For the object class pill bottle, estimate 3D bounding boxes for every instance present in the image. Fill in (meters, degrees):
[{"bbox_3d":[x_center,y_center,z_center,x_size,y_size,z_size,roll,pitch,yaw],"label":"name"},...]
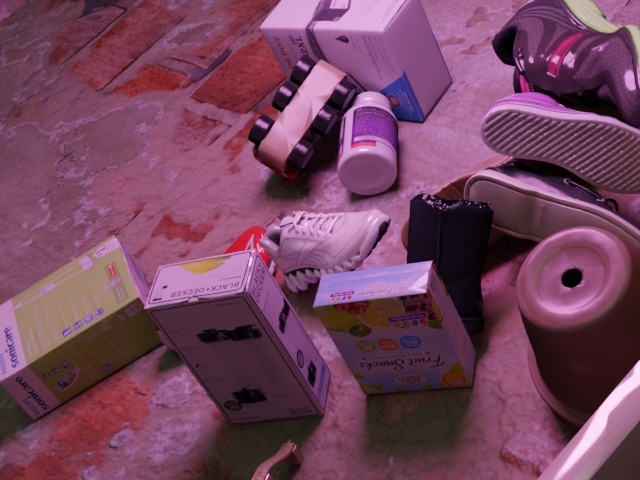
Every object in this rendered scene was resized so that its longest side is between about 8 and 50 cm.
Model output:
[{"bbox_3d":[0.089,-0.183,2.048,0.108,0.108,0.193,-14,41,19],"label":"pill bottle"}]

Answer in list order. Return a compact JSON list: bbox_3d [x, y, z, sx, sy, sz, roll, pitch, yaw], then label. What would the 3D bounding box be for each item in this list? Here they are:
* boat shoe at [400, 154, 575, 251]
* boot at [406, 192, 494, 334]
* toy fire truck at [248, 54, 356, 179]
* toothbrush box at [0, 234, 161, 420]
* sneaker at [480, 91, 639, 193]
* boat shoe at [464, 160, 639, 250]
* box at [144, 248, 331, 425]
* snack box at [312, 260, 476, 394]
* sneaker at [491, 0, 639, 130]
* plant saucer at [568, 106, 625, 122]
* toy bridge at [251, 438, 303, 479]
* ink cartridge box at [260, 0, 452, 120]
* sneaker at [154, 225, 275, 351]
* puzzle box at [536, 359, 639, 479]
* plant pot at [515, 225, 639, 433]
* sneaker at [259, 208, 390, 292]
[{"bbox_3d":[0.278,-0.067,1.817,0.341,0.121,0.110,-30,0,-8],"label":"boat shoe"},{"bbox_3d":[0.142,0.033,1.709,0.246,0.094,0.207,2,87,26],"label":"boot"},{"bbox_3d":[-0.048,-0.221,2.165,0.158,0.246,0.217,31,77,9],"label":"toy fire truck"},{"bbox_3d":[-0.438,0.152,1.998,0.283,0.122,0.206,-31,39,-3],"label":"toothbrush box"},{"bbox_3d":[0.392,-0.164,1.693,0.282,0.102,0.161,21,25,11],"label":"sneaker"},{"bbox_3d":[0.385,-0.029,1.667,0.340,0.127,0.113,23,40,29],"label":"boat shoe"},{"bbox_3d":[-0.115,0.150,1.664,0.169,0.290,0.087,-11,42,23],"label":"box"},{"bbox_3d":[0.111,0.131,1.610,0.174,0.207,0.070,-9,43,25],"label":"snack box"},{"bbox_3d":[0.428,-0.267,1.826,0.202,0.185,0.483,-37,29,5],"label":"sneaker"},{"bbox_3d":[0.459,-0.230,1.918,0.188,0.045,0.188,-45,41,-19],"label":"plant saucer"},{"bbox_3d":[-0.074,0.351,1.579,0.026,0.063,0.188,-5,36,28],"label":"toy bridge"},{"bbox_3d":[0.067,-0.362,2.164,0.307,0.223,0.129,11,54,40],"label":"ink cartridge box"},{"bbox_3d":[-0.181,0.068,1.932,0.107,0.118,0.279,16,57,41],"label":"sneaker"},{"bbox_3d":[0.282,0.349,1.214,0.409,0.272,0.052,-43,41,-18],"label":"puzzle box"},{"bbox_3d":[0.363,0.102,1.429,0.263,0.229,0.263,-18,52,25],"label":"plant pot"},{"bbox_3d":[0.000,0.000,1.808,0.292,0.118,0.110,-24,22,53],"label":"sneaker"}]
